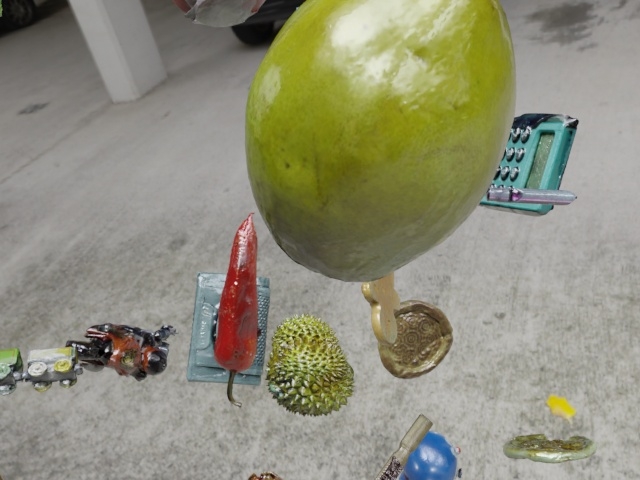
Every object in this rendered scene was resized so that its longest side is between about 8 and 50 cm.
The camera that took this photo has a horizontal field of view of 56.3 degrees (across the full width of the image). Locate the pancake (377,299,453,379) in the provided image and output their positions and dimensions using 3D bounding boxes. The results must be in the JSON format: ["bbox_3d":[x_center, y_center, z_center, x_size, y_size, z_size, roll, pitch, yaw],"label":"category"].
[{"bbox_3d":[0.283,0.299,1.818,0.250,0.249,0.031,-23,9,-12],"label":"pancake"}]

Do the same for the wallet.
[{"bbox_3d":[-0.280,0.274,1.860,0.237,0.341,0.075,7,-9,-15],"label":"wallet"}]

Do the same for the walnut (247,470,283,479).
[{"bbox_3d":[-0.137,0.637,1.373,0.137,0.245,0.137,17,19,-6],"label":"walnut"}]

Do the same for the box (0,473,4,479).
[{"bbox_3d":[-0.704,0.419,1.105,0.240,0.153,0.074,18,38,14],"label":"box"}]

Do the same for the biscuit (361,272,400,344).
[{"bbox_3d":[0.127,0.105,1.266,0.030,0.153,0.234,-16,66,30],"label":"biscuit"}]

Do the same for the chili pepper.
[{"bbox_3d":[-0.107,0.096,0.792,0.059,0.267,0.050,9,9,6],"label":"chili pepper"}]

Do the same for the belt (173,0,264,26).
[{"bbox_3d":[-0.181,-0.544,1.091,0.228,0.115,0.323,3,72,-10],"label":"belt"}]

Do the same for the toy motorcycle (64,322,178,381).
[{"bbox_3d":[-0.442,0.267,1.460,0.207,0.401,0.134,11,83,5],"label":"toy motorcycle"}]

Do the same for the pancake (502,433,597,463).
[{"bbox_3d":[0.612,0.556,1.610,0.254,0.037,0.253,-5,-9,-1],"label":"pancake"}]

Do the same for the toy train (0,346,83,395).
[{"bbox_3d":[-0.540,0.235,1.090,0.203,0.060,0.081,-3,36,-16],"label":"toy train"}]

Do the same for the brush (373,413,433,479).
[{"bbox_3d":[0.193,0.507,1.406,0.043,0.036,0.248,44,56,6],"label":"brush"}]

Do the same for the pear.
[{"bbox_3d":[0.045,-0.092,0.484,0.213,0.269,0.212,19,24,-9],"label":"pear"}]

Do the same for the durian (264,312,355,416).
[{"bbox_3d":[-0.040,0.353,1.636,0.225,0.291,0.291,-28,38,-22],"label":"durian"}]

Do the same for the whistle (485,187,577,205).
[{"bbox_3d":[0.422,-0.089,1.203,0.177,0.033,0.033,2,37,3],"label":"whistle"}]

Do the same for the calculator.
[{"bbox_3d":[0.491,-0.196,1.508,0.058,0.248,0.274,17,0,-35],"label":"calculator"}]

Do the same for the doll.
[{"bbox_3d":[0.297,0.660,1.689,0.161,0.256,0.215,10,36,-11],"label":"doll"}]

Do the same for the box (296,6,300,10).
[{"bbox_3d":[0.036,-0.363,1.163,0.139,0.194,0.073,-14,54,-6],"label":"box"}]

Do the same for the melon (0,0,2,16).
[{"bbox_3d":[-0.695,-0.562,1.275,0.053,0.114,0.261,-3,67,-14],"label":"melon"}]
